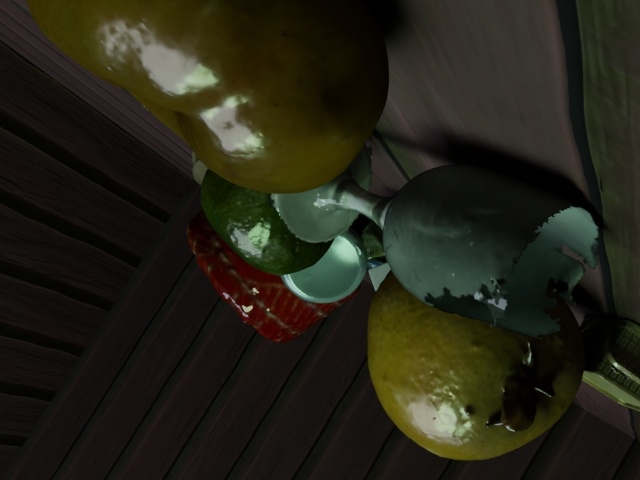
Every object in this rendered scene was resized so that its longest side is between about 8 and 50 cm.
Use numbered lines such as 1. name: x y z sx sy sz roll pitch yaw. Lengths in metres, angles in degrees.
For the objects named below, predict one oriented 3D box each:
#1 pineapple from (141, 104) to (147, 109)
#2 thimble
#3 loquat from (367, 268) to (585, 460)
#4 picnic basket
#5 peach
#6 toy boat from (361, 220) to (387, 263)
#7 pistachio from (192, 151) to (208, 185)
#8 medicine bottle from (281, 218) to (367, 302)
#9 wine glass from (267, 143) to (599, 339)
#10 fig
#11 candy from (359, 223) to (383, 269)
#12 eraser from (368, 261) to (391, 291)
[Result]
1. pineapple: -0.159 -0.192 0.848 0.114 0.114 0.077 27 157 7
2. thimble: -0.094 0.031 1.584 0.350 0.230 0.350 51 -176 -5
3. loquat: 0.190 0.141 0.961 0.275 0.275 0.275 32 176 2
4. picnic basket: 0.390 0.159 0.983 0.115 0.079 0.164 33 176 0
5. peach: -0.073 -0.134 0.501 0.251 0.153 0.251 30 169 7
6. toy boat: 0.101 -0.006 1.126 0.055 0.093 0.293 49 -179 8
7. pistachio: -0.153 -0.131 1.337 0.152 0.126 0.223 -3 163 10
8. medicine bottle: 0.000 0.000 1.259 0.139 0.139 0.225 33 -165 -13
9. wine glass: 0.092 -0.020 0.716 0.143 0.143 0.321 35 174 -40
10. fig: -0.044 -0.085 1.023 0.203 0.235 0.203 19 -139 -17
11. candy: 0.118 0.029 1.563 0.187 0.077 0.331 23 175 22
12. eraser: 0.147 0.067 1.231 0.298 0.078 0.076 9 -120 -76
